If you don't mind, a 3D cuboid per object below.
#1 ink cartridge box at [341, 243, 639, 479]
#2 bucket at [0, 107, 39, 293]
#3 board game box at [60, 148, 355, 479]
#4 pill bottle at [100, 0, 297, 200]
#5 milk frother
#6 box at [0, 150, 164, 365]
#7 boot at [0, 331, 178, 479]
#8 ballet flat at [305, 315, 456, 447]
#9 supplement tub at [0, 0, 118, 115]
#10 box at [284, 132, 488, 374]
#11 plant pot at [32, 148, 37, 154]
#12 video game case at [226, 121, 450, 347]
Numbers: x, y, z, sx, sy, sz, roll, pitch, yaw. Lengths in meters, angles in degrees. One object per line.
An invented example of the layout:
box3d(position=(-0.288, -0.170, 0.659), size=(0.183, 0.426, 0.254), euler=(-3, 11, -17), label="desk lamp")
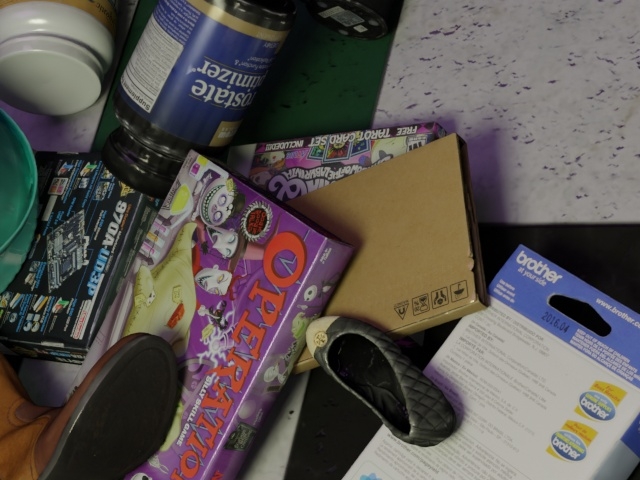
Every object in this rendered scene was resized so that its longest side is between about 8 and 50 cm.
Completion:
box3d(position=(0.139, 0.172, 1.176), size=(0.186, 0.065, 0.311), euler=(33, 87, 42), label="ink cartridge box")
box3d(position=(-0.427, -0.045, 1.476), size=(0.281, 0.183, 0.281), euler=(-4, 80, 22), label="bucket")
box3d(position=(-0.123, 0.112, 1.336), size=(0.208, 0.056, 0.346), euler=(32, 98, 38), label="board game box")
box3d(position=(-0.122, -0.152, 1.409), size=(0.123, 0.123, 0.219), euler=(49, 119, 40), label="pill bottle")
box3d(position=(0.013, -0.289, 1.466), size=(0.129, 0.143, 0.134), euler=(5, 68, 41), label="milk frother")
box3d(position=(-0.253, 0.014, 1.526), size=(0.175, 0.051, 0.220), euler=(3, 66, 34), label="box")
box3d(position=(-0.260, 0.151, 1.377), size=(0.280, 0.096, 0.264), euler=(39, 110, 49), label="boot")
box3d(position=(0.043, 0.108, 1.203), size=(0.173, 0.049, 0.057), euler=(35, 107, 42), label="ballet flat")
box3d(position=(-0.297, -0.254, 1.645), size=(0.144, 0.144, 0.199), euler=(-15, 58, 25), label="supplement tub")
box3d(position=(0.045, 0.012, 1.286), size=(0.201, 0.021, 0.164), euler=(-22, 58, 30), label="box")
box3d(position=(-0.389, -0.065, 1.629), size=(0.109, 0.096, 0.109), euler=(-13, 57, 27), label="plant pot")
box3d(position=(0.000, 0.000, 1.377), size=(0.232, 0.042, 0.210), euler=(-4, 64, 31), label="video game case")
